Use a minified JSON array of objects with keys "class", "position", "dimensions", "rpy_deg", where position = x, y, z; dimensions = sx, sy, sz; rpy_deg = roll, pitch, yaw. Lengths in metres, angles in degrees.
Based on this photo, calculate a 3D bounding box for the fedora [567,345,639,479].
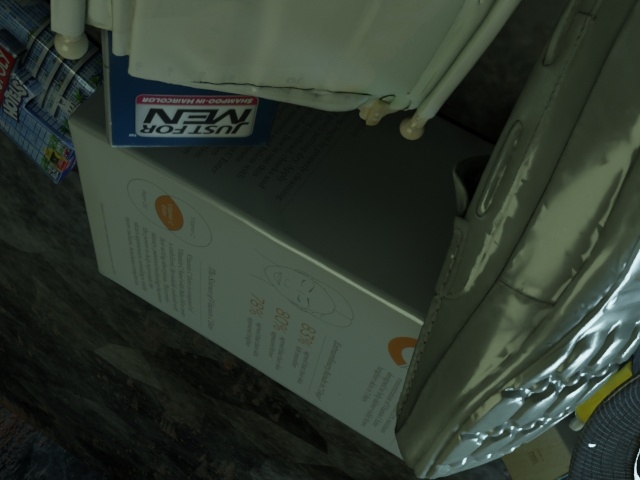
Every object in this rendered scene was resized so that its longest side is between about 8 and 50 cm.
[{"class":"fedora","position":[0.294,0.102,0.488],"dimensions":[0.275,0.124,0.244],"rpy_deg":[2,127,11]}]

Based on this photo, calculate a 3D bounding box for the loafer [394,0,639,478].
[{"class":"loafer","position":[0.113,0.000,0.393],"dimensions":[0.111,0.112,0.320],"rpy_deg":[55,134,37]}]

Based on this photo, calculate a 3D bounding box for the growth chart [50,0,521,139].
[{"class":"growth chart","position":[-0.010,-0.116,0.366],"dimensions":[0.237,0.021,0.172],"rpy_deg":[8,148,-25]}]

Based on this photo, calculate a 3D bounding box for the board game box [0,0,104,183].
[{"class":"board game box","position":[-0.310,-0.173,0.800],"dimensions":[0.194,0.060,0.194],"rpy_deg":[41,148,-10]}]

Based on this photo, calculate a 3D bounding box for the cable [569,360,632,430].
[{"class":"cable","position":[0.272,0.085,0.574],"dimensions":[0.139,0.072,0.287],"rpy_deg":[16,143,20]}]

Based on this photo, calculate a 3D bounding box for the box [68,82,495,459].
[{"class":"box","position":[0.000,0.000,0.630],"dimensions":[0.345,0.168,0.215],"rpy_deg":[30,148,10]}]

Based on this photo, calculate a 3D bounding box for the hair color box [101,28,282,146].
[{"class":"hair color box","position":[-0.059,-0.215,0.382],"dimensions":[0.105,0.174,0.347],"rpy_deg":[-2,151,-15]}]

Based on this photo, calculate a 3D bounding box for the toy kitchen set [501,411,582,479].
[{"class":"toy kitchen set","position":[0.314,0.262,0.782],"dimensions":[0.207,0.166,0.122],"rpy_deg":[66,156,23]}]
